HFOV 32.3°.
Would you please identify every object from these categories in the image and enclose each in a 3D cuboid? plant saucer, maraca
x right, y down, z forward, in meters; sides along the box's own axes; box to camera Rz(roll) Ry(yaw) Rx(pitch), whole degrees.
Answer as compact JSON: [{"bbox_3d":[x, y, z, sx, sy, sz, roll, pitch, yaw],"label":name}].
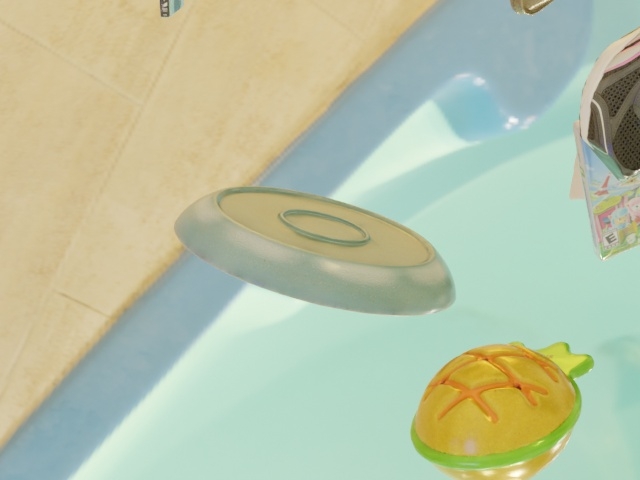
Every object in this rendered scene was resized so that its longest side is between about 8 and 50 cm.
[{"bbox_3d":[0.000,0.000,1.208,0.318,0.318,0.043,4,108,-35],"label":"plant saucer"},{"bbox_3d":[0.142,0.124,0.852,0.186,0.127,0.099,-40,125,-53],"label":"maraca"}]

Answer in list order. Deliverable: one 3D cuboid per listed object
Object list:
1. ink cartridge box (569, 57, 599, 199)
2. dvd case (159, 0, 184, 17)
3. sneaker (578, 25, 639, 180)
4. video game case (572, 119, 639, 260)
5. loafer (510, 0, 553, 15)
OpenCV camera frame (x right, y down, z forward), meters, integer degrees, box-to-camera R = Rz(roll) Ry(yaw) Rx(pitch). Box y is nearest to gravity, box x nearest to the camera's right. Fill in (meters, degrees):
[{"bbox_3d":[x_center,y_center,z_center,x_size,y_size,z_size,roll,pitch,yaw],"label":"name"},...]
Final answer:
[{"bbox_3d":[0.365,-0.128,1.308,0.060,0.104,0.180,15,85,-29],"label":"ink cartridge box"},{"bbox_3d":[-0.168,-0.315,1.235,0.013,0.087,0.119,1,109,4],"label":"dvd case"},{"bbox_3d":[0.240,-0.123,0.731,0.072,0.077,0.178,31,85,-21],"label":"sneaker"},{"bbox_3d":[0.384,-0.089,1.194,0.212,0.023,0.193,-23,130,-2],"label":"video game case"},{"bbox_3d":[0.291,-0.324,1.323,0.148,0.050,0.056,-44,132,13],"label":"loafer"}]
